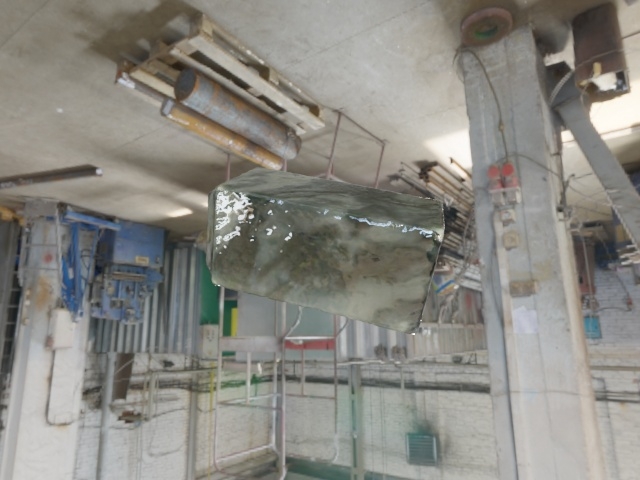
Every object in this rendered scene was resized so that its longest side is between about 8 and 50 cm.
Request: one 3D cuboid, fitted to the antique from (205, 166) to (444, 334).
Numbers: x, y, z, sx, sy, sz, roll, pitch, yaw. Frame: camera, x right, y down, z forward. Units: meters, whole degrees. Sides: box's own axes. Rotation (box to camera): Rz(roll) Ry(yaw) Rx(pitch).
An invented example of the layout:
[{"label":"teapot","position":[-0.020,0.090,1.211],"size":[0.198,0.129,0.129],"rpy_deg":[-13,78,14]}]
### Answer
[{"label":"antique","position":[0.000,0.000,0.357],"size":[0.183,0.085,0.088],"rpy_deg":[13,-159,11]}]
